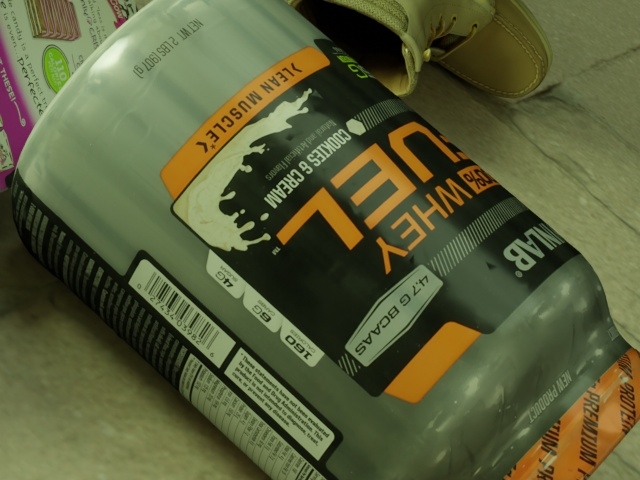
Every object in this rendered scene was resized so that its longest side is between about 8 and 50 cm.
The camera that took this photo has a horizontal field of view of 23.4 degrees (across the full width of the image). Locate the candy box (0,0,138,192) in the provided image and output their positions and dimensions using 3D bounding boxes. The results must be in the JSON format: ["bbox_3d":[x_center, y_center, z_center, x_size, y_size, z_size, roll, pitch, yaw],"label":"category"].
[{"bbox_3d":[-0.187,-0.113,0.848,0.233,0.071,0.159,-37,114,-60],"label":"candy box"}]

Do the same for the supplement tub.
[{"bbox_3d":[0.010,0.025,0.805,0.316,0.193,0.193,41,29,11],"label":"supplement tub"}]

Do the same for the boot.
[{"bbox_3d":[0.086,-0.168,1.286,0.262,0.095,0.203,38,33,-20],"label":"boot"}]
